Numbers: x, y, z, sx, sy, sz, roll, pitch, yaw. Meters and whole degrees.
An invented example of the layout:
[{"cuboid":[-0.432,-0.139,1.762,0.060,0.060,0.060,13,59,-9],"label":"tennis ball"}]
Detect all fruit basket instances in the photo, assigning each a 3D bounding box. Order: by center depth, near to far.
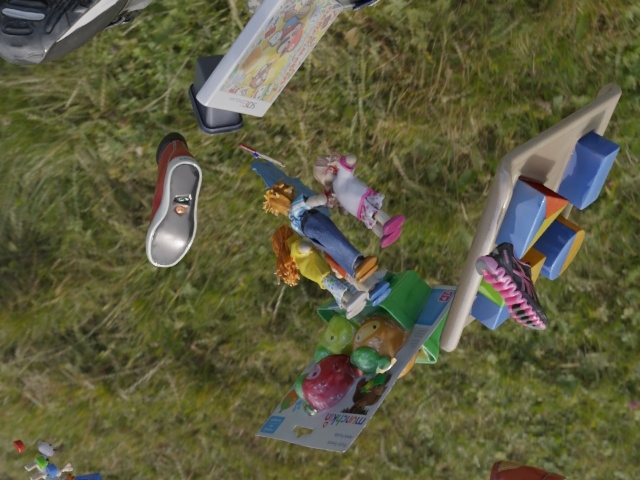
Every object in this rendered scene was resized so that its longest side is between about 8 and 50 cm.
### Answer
[{"cuboid":[0.050,0.206,1.479,0.165,0.353,0.327,52,154,-14],"label":"fruit basket"}]

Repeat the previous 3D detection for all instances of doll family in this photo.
[{"cuboid":[0.000,0.000,1.063,0.163,0.118,0.263,43,156,21],"label":"doll family"}]

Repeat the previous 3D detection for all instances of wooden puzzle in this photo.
[{"cuboid":[0.313,-0.025,1.191,0.080,0.348,0.322,32,135,24],"label":"wooden puzzle"}]

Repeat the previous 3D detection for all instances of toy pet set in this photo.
[{"cuboid":[-0.284,0.274,0.971,0.122,0.065,0.114,7,119,52],"label":"toy pet set"}]

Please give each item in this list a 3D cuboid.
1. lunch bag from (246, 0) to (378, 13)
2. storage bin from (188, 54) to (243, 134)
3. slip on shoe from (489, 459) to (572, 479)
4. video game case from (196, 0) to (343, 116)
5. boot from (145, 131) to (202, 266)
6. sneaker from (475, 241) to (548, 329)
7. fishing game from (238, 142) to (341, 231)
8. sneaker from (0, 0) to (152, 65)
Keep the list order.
[{"cuboid":[0.004,-0.535,1.471,0.256,0.305,0.212,1,136,6],"label":"lunch bag"},{"cuboid":[-0.190,-0.281,1.590,0.098,0.135,0.091,-11,146,-17],"label":"storage bin"},{"cuboid":[0.140,0.364,0.820,0.101,0.123,0.331,27,82,34],"label":"slip on shoe"},{"cuboid":[-0.071,-0.289,1.281,0.026,0.206,0.227,42,106,13],"label":"video game case"},{"cuboid":[-0.301,-0.084,1.685,0.088,0.176,0.244,7,116,-24],"label":"boot"},{"cuboid":[0.238,0.052,1.000,0.119,0.057,0.047,52,158,-12],"label":"sneaker"},{"cuboid":[-0.062,-0.095,1.674,0.189,0.264,0.041,19,114,-47],"label":"fishing game"},{"cuboid":[-0.161,-0.191,0.613,0.100,0.271,0.108,8,129,2],"label":"sneaker"}]
